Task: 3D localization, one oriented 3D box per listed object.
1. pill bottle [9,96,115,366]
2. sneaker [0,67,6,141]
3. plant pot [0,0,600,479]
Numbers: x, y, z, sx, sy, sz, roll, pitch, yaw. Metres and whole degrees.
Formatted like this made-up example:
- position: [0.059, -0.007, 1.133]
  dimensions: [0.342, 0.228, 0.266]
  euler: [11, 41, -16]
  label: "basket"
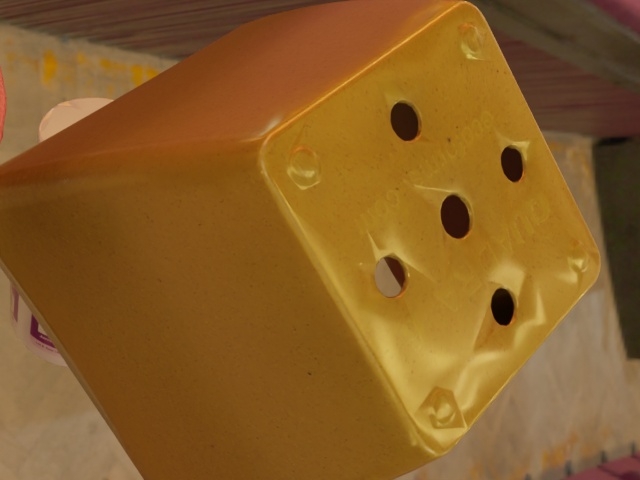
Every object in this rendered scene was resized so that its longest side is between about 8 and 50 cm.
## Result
- position: [-0.260, -0.006, 1.057]
  dimensions: [0.169, 0.169, 0.301]
  euler: [-46, 164, -44]
  label: "pill bottle"
- position: [-0.162, -0.078, 0.295]
  dimensions: [0.136, 0.116, 0.314]
  euler: [10, 91, -53]
  label: "sneaker"
- position: [0.000, 0.000, 0.452]
  dimensions: [0.212, 0.187, 0.212]
  euler: [-39, 106, -34]
  label: "plant pot"
